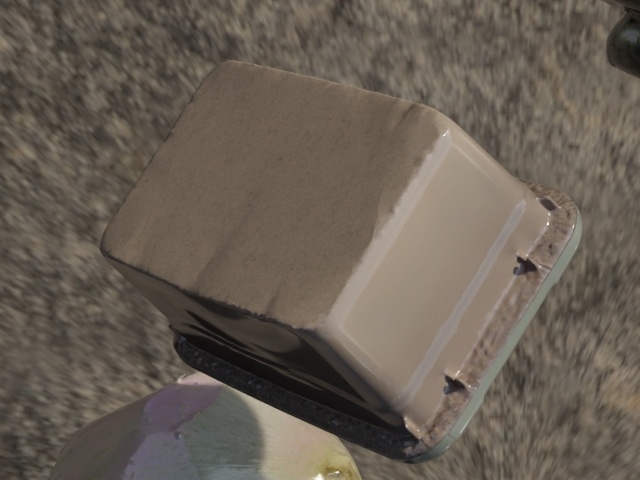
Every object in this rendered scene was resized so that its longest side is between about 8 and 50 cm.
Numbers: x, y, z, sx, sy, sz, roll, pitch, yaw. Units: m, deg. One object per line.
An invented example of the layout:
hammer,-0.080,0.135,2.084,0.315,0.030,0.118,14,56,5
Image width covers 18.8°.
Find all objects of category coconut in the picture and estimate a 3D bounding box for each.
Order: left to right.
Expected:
coconut,-0.055,0.153,1.014,0.183,0.171,0.171,-23,76,40

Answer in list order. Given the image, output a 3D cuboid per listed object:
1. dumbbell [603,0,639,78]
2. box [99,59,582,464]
dumbbell,0.205,-0.130,0.672,0.192,0.192,0.290,23,99,9
box,0.000,0.000,0.542,0.122,0.062,0.089,18,71,48
